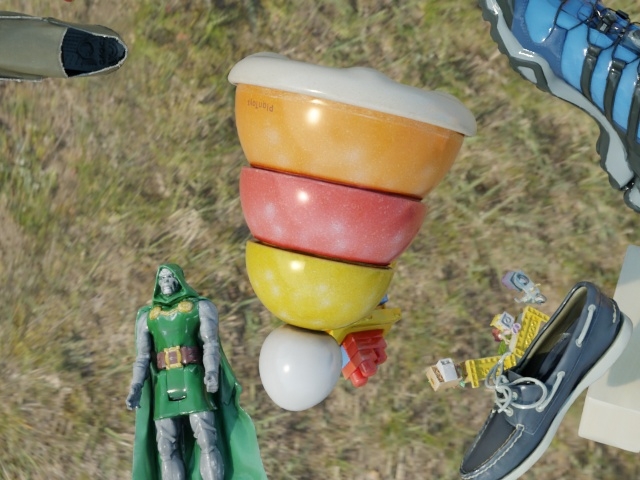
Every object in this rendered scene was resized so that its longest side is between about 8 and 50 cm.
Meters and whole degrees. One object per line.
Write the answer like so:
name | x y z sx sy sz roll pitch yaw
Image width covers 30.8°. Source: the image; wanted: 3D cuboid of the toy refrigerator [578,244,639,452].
toy refrigerator | 0.434 0.145 1.591 0.094 0.102 0.269 15 53 15

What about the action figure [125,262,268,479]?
action figure | -0.120 0.130 1.004 0.137 0.063 0.232 -12 71 9

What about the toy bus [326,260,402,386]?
toy bus | 0.053 0.109 1.807 0.149 0.220 0.211 -2 50 -35

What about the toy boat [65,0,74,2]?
toy boat | -0.186 -0.235 0.562 0.148 0.318 0.267 -47 56 16

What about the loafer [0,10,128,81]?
loafer | -0.362 -0.253 1.506 0.251 0.087 0.094 -8 100 -31

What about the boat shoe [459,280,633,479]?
boat shoe | 0.225 0.156 1.223 0.079 0.095 0.254 42 90 -21

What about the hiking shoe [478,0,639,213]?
hiking shoe | 0.266 -0.161 1.015 0.304 0.132 0.113 46 56 -16

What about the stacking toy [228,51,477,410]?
stacking toy | 0.000 0.000 1.620 0.350 0.350 0.480 12 95 -16

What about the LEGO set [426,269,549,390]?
LEGO set | 0.287 0.188 1.996 0.132 0.107 0.287 48 63 -6
